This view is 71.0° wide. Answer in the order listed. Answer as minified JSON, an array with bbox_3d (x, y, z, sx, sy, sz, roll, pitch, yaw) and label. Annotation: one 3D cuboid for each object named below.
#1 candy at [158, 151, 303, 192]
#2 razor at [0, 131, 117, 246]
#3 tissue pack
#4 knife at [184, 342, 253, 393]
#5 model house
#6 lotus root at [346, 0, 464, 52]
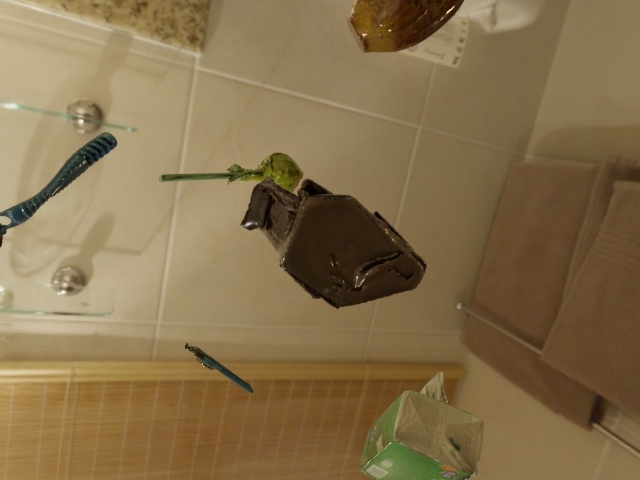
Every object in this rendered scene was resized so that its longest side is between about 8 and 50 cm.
[{"bbox_3d":[-0.148,-0.113,0.780,0.262,0.077,0.073,-8,164,-36],"label":"candy"},{"bbox_3d":[-0.433,-0.095,0.731,0.042,0.082,0.253,25,-123,19],"label":"razor"},{"bbox_3d":[0.182,0.351,0.815,0.148,0.209,0.156,23,-131,6],"label":"tissue pack"},{"bbox_3d":[-0.217,0.287,0.986,0.044,0.026,0.296,15,152,31],"label":"knife"},{"bbox_3d":[0.004,-0.009,0.548,0.203,0.141,0.164,46,-175,-37],"label":"model house"},{"bbox_3d":[0.175,-0.505,0.921,0.193,0.291,0.193,44,180,0],"label":"lotus root"}]
